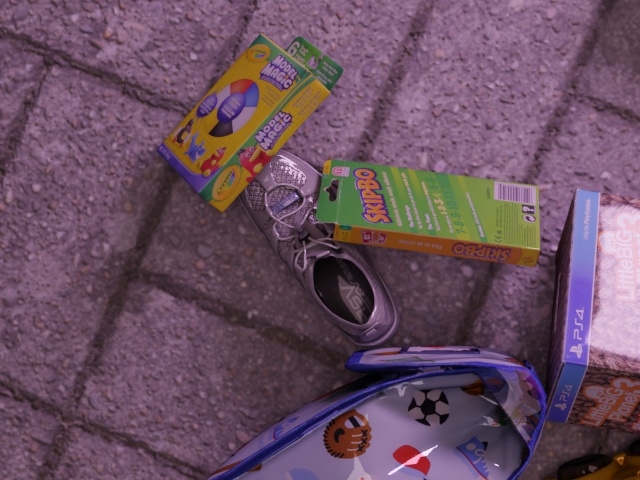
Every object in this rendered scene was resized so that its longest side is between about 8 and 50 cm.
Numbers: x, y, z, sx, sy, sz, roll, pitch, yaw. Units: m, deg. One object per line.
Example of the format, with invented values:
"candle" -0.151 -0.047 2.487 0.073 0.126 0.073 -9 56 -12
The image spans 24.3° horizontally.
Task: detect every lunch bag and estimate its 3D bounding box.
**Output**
"lunch bag" 0.072 0.243 1.645 0.385 0.328 0.239 -32 86 4

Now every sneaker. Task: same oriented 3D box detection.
"sneaker" 0.000 0.000 1.754 0.105 0.115 0.281 -40 85 2

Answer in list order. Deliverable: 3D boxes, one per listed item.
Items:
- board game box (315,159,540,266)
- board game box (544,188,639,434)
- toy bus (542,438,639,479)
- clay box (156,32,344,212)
"board game box" 0.126 -0.035 1.746 0.259 0.124 0.039 10 130 0
"board game box" 0.410 0.092 1.670 0.291 0.141 0.232 8 57 3
"toy bus" 0.372 0.315 1.684 0.220 0.211 0.149 -17 90 4
"clay box" -0.083 -0.152 1.759 0.222 0.127 0.053 -49 131 2
